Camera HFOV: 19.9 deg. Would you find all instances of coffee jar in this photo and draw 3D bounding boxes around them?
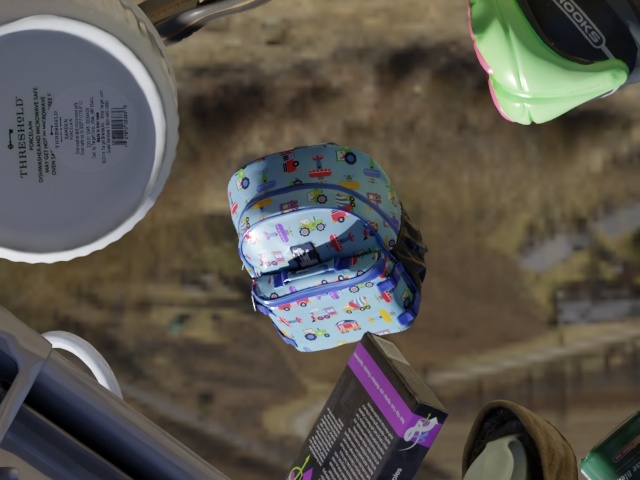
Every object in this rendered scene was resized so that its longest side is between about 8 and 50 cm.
[{"bbox_3d":[0.338,0.252,1.728,0.096,0.184,0.079,-40,165,-3],"label":"coffee jar"}]

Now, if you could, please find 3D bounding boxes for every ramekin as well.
[{"bbox_3d":[-0.192,-0.082,1.237,0.207,0.207,0.109,6,-167,-16],"label":"ramekin"}]

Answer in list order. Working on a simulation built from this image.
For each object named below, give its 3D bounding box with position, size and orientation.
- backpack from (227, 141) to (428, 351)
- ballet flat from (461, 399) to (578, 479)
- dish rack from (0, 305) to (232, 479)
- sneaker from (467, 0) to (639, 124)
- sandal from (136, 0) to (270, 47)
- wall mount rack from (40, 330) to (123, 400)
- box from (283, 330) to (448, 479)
[{"bbox_3d":[0.000,0.000,1.603,0.158,0.117,0.173,-11,139,17],"label":"backpack"},{"bbox_3d":[0.146,0.266,1.423,0.116,0.342,0.124,-15,135,26],"label":"ballet flat"},{"bbox_3d":[-0.138,0.208,0.800,0.333,0.285,0.072,40,146,-27],"label":"dish rack"},{"bbox_3d":[0.237,-0.300,1.617,0.202,0.483,0.185,-6,145,13],"label":"sneaker"},{"bbox_3d":[-0.076,-0.225,1.494,0.219,0.090,0.060,-22,119,20],"label":"sandal"},{"bbox_3d":[-0.287,0.211,1.437,0.304,0.350,0.130,32,-147,27],"label":"wall mount rack"},{"bbox_3d":[0.019,0.155,1.214,0.029,0.162,0.116,24,-168,-24],"label":"box"}]
